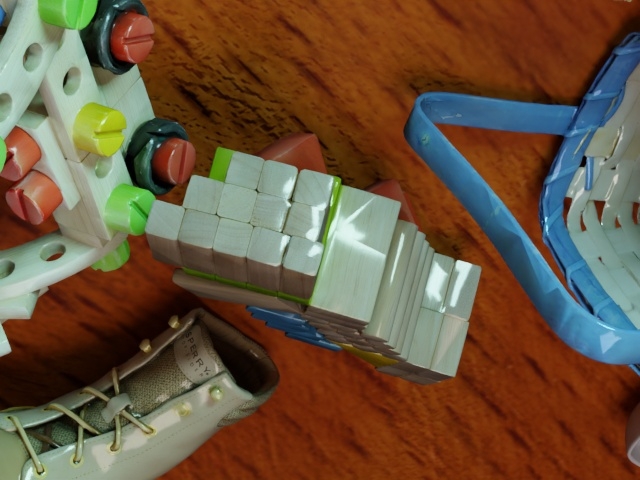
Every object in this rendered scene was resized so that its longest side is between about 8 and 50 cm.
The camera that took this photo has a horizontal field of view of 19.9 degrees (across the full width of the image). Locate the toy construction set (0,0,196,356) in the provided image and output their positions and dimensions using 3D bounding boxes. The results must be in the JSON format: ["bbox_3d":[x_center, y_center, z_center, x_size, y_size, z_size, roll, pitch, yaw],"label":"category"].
[{"bbox_3d":[-0.188,-0.047,1.078,0.151,0.215,0.327,27,147,17],"label":"toy construction set"}]

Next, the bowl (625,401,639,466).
[{"bbox_3d":[0.325,0.137,1.478,0.142,0.053,0.142,23,124,-31],"label":"bowl"}]

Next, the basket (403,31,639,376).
[{"bbox_3d":[0.222,-0.010,1.172,0.289,0.255,0.201,5,126,-31],"label":"basket"}]

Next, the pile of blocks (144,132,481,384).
[{"bbox_3d":[0.000,0.000,1.228,0.149,0.112,0.362,9,166,26],"label":"pile of blocks"}]

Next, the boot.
[{"bbox_3d":[-0.159,0.126,1.281,0.203,0.095,0.262,-36,155,19],"label":"boot"}]
